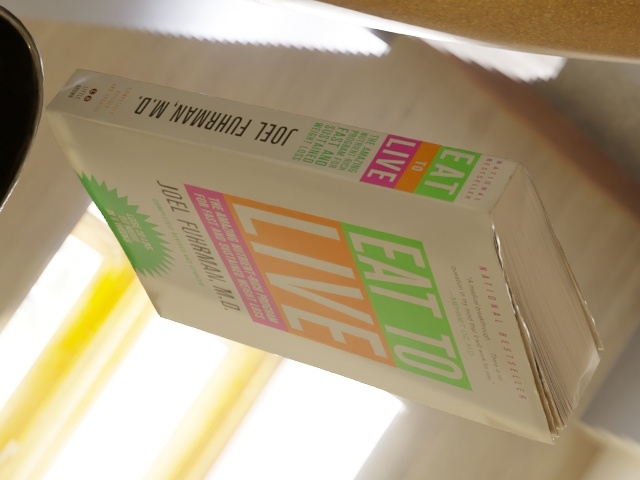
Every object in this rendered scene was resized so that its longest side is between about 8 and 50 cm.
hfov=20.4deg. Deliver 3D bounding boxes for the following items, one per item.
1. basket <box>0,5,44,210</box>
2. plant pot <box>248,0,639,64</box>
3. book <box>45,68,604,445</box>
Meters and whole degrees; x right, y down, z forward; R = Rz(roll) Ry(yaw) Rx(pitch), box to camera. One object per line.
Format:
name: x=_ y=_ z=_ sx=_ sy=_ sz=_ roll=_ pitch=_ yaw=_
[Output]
basket: x=-0.243 y=-0.061 z=0.585 sx=0.227 sy=0.204 sz=0.154 roll=36 pitch=148 yaw=24
plant pot: x=0.124 y=-0.166 z=0.704 sx=0.254 sy=0.237 sz=0.237 roll=19 pitch=171 yaw=-4
book: x=0.000 y=0.000 z=0.505 sx=0.144 sy=0.035 sz=0.096 roll=14 pitch=148 yaw=32
